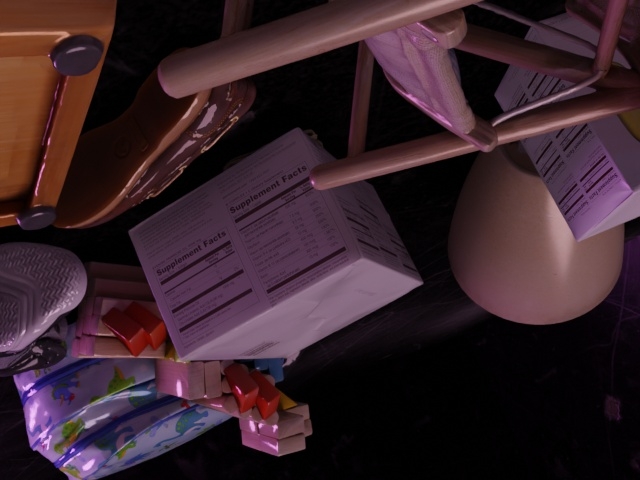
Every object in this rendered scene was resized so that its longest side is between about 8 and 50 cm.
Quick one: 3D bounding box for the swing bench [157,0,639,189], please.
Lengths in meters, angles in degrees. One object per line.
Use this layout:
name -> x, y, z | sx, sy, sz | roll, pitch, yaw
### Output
swing bench -> 0.090, -0.120, 0.405 | 0.255, 0.165, 0.253 | 4, 173, 16

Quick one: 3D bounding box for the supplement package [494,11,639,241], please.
supplement package -> 0.336, -0.141, 0.798 | 0.194, 0.203, 0.149 | -22, 164, -9

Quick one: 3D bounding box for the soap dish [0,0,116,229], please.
soap dish -> -0.247, -0.077, 0.348 | 0.291, 0.118, 0.229 | -14, 161, -35

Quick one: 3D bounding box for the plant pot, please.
plant pot -> 0.297, -0.058, 1.006 | 0.257, 0.256, 0.274 | -23, 148, -2

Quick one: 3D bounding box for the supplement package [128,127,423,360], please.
supplement package -> -0.034, 0.021, 0.798 | 0.204, 0.145, 0.262 | -30, 163, 13

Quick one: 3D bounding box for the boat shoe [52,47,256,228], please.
boat shoe -> -0.138, -0.070, 0.596 | 0.207, 0.073, 0.073 | -32, 160, 26

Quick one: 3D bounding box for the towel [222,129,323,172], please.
towel -> -0.056, -0.067, 0.803 | 0.110, 0.027, 0.148 | -20, 163, -14

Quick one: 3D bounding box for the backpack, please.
backpack -> -0.226, 0.177, 1.008 | 0.356, 0.273, 0.290 | 7, 154, -38

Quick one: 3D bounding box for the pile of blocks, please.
pile of blocks -> -0.115, 0.136, 0.866 | 0.362, 0.149, 0.113 | 38, 155, -31

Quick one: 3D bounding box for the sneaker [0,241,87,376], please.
sneaker -> -0.313, 0.077, 0.781 | 0.269, 0.101, 0.153 | -25, 165, 25
